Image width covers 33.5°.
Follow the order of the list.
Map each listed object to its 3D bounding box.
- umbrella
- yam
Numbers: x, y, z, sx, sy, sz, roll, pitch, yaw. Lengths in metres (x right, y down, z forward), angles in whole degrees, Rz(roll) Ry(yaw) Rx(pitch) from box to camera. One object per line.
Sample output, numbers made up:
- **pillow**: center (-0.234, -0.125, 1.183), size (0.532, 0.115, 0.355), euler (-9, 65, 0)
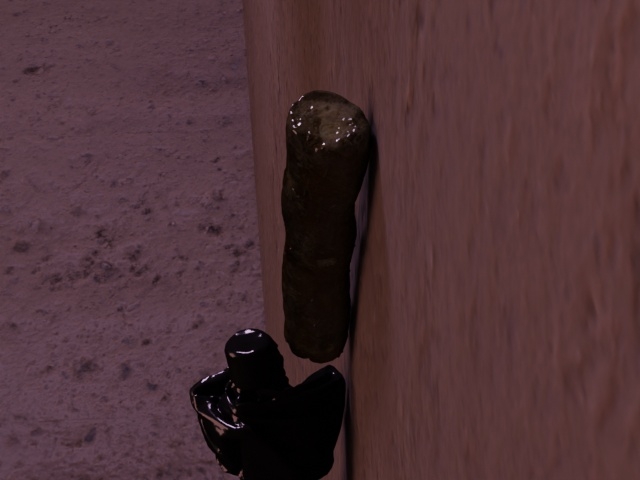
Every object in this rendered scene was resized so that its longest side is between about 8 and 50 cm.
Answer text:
- **umbrella**: center (-0.035, 0.196, 0.917), size (0.110, 0.122, 0.272), euler (-59, -35, -57)
- **yam**: center (0.000, 0.000, 0.772), size (0.253, 0.061, 0.061), euler (93, 172, -51)
